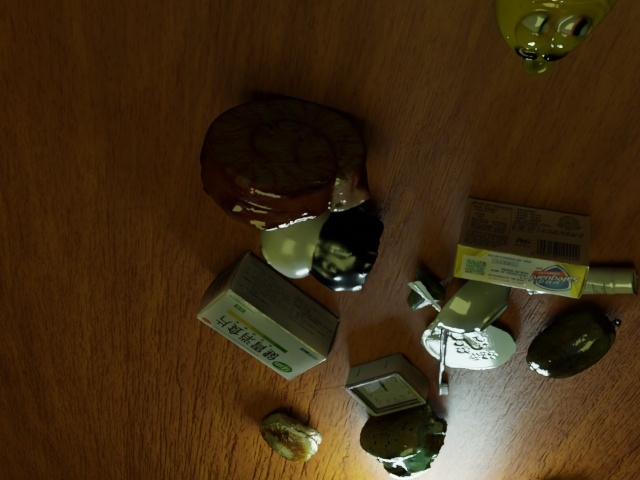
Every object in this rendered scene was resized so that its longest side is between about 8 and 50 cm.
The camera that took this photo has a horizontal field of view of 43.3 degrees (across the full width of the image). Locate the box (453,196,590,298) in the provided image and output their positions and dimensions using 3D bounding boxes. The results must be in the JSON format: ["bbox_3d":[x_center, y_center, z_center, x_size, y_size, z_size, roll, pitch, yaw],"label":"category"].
[{"bbox_3d":[0.420,0.012,1.675,0.265,0.168,0.097,9,132,10],"label":"box"}]

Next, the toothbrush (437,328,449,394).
[{"bbox_3d":[0.318,0.308,2.063,0.029,0.024,0.354,-1,141,7],"label":"toothbrush"}]

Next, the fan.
[{"bbox_3d":[0.329,0.210,1.966,0.233,0.012,0.414,-14,136,29],"label":"fan"}]

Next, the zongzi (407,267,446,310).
[{"bbox_3d":[0.227,0.114,1.917,0.104,0.052,0.113,-31,123,35],"label":"zongzi"}]

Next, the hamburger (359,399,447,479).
[{"bbox_3d":[0.231,0.573,2.277,0.288,0.192,0.167,-28,109,37],"label":"hamburger"}]

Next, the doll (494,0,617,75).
[{"bbox_3d":[0.401,-0.476,1.228,0.348,0.161,0.423,-23,127,20],"label":"doll"}]

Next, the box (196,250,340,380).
[{"bbox_3d":[-0.128,0.201,2.074,0.333,0.145,0.173,37,136,-17],"label":"box"}]

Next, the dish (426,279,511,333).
[{"bbox_3d":[0.357,0.143,1.782,0.236,0.228,0.086,-46,71,10],"label":"dish"}]

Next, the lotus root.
[{"bbox_3d":[0.578,0.244,1.869,0.124,0.123,0.241,38,132,-5],"label":"lotus root"}]

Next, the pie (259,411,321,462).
[{"bbox_3d":[-0.095,0.608,2.493,0.179,0.084,0.205,39,136,-18],"label":"pie"}]

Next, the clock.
[{"bbox_3d":[0.180,0.395,2.196,0.192,0.071,0.147,-23,121,36],"label":"clock"}]

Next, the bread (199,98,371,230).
[{"bbox_3d":[-0.077,-0.157,1.592,0.295,0.328,0.114,49,144,31],"label":"bread"}]

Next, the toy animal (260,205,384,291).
[{"bbox_3d":[0.000,-0.002,1.799,0.267,0.212,0.212,22,136,5],"label":"toy animal"}]

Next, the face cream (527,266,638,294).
[{"bbox_3d":[0.568,0.088,1.774,0.244,0.058,0.092,-2,136,30],"label":"face cream"}]
